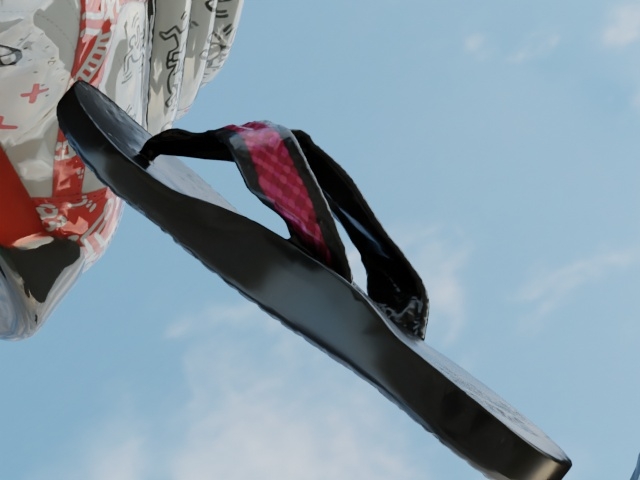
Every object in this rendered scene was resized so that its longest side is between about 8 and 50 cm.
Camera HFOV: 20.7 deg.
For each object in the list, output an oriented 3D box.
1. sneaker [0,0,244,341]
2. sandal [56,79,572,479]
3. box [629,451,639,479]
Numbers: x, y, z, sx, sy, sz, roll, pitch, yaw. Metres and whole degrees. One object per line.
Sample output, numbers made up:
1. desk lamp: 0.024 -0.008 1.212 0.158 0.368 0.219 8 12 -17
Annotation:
1. sneaker: -0.091 -0.099 0.512 0.090 0.270 0.145 22 -122 17
2. sandal: 0.000 0.000 0.429 0.067 0.179 0.040 29 -85 -50
3. box: 0.231 0.114 0.636 0.182 0.296 0.294 14 -70 -3
